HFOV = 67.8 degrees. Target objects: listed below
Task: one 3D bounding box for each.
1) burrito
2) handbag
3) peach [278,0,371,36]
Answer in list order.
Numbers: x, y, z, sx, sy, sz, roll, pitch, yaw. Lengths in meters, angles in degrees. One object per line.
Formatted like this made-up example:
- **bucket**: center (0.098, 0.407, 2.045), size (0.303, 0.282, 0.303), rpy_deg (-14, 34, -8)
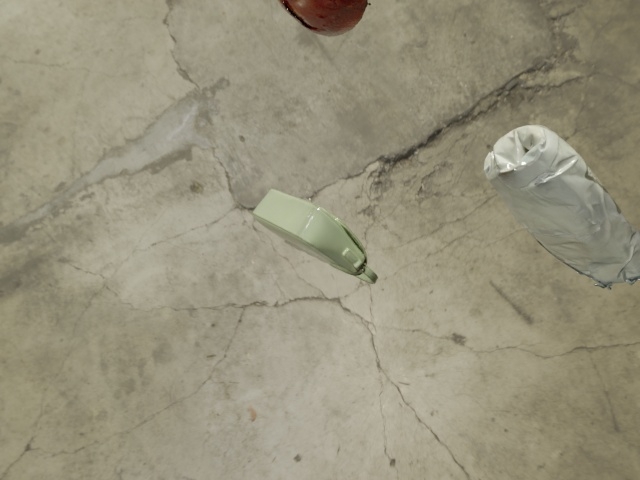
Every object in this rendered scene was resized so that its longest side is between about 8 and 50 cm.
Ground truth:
- **burrito**: center (0.413, -0.027, 0.764), size (0.445, 0.139, 0.101), rpy_deg (33, 65, -29)
- **handbag**: center (0.000, 0.000, 0.904), size (0.079, 0.219, 0.256), rpy_deg (-54, 33, -6)
- **peach**: center (-0.004, -0.528, 1.058), size (0.279, 0.189, 0.068), rpy_deg (18, 67, 47)
